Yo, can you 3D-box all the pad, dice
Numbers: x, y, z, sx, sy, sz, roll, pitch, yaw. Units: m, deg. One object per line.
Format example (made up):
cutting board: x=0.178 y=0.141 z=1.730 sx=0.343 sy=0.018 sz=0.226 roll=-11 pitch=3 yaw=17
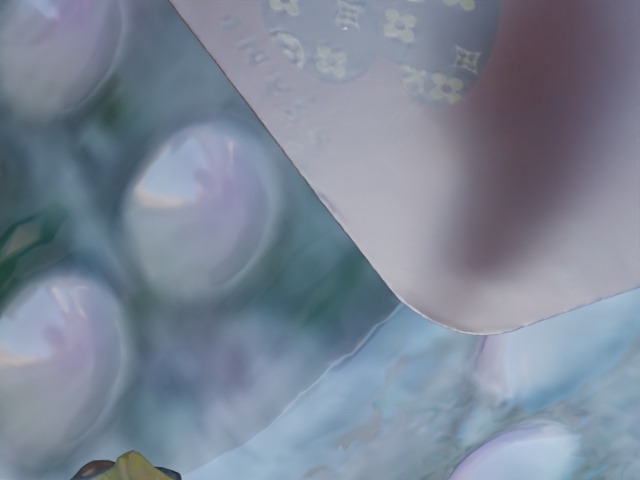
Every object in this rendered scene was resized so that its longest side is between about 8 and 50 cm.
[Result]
pad: x=0.021 y=-0.090 z=0.538 sx=0.181 sy=0.004 sz=0.267 roll=-23 pitch=112 yaw=43
dice: x=0.000 y=0.000 z=0.941 sx=0.328 sy=0.330 sz=0.348 roll=-44 pitch=142 yaw=8

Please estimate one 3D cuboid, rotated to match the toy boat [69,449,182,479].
toy boat: x=-0.046 y=0.105 z=0.556 sx=0.065 sy=0.066 sz=0.172 roll=-23 pitch=150 yaw=-1
